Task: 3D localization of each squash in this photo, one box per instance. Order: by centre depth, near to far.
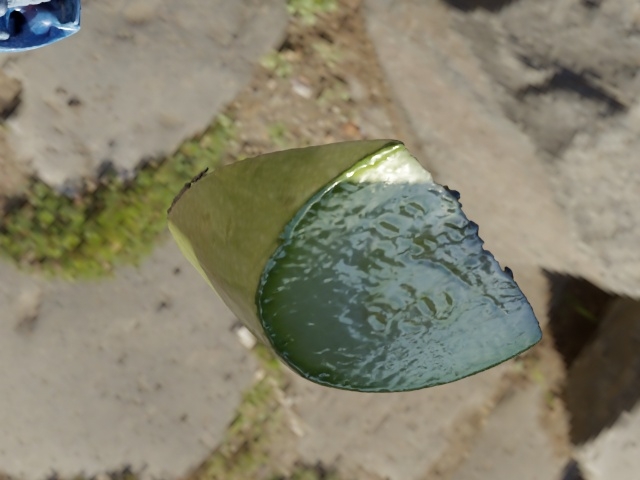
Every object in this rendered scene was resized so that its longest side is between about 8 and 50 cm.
[{"bbox_3d":[0.000,0.000,1.171,0.204,0.155,0.237,-28,135,11],"label":"squash"}]

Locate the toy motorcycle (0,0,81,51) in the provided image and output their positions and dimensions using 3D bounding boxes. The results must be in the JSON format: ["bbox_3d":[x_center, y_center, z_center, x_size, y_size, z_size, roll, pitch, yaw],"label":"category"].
[{"bbox_3d":[-0.233,-0.118,0.830,0.254,0.135,0.092,1,81,-12],"label":"toy motorcycle"}]
